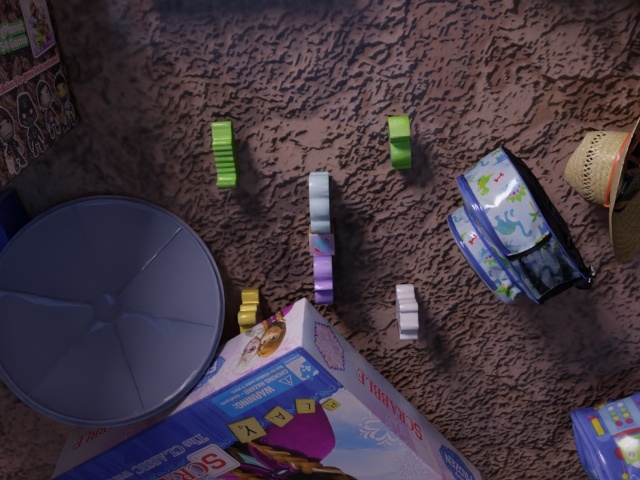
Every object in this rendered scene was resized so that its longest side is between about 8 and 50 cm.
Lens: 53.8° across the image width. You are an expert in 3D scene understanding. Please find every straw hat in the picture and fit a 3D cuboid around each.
[{"bbox_3d":[0.236,-0.057,0.516,0.061,0.144,0.145,19,126,38],"label":"straw hat"}]

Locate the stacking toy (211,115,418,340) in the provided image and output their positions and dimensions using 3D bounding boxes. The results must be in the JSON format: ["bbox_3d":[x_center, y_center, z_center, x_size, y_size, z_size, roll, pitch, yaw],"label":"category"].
[{"bbox_3d":[0.000,0.000,0.558,0.166,0.052,0.221,-4,117,3],"label":"stacking toy"}]

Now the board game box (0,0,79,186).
[{"bbox_3d":[-0.329,-0.186,0.414,0.232,0.141,0.291,-4,118,3],"label":"board game box"}]

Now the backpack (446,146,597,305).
[{"bbox_3d":[0.153,-0.011,0.521,0.084,0.105,0.114,-31,108,15],"label":"backpack"}]

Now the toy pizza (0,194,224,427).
[{"bbox_3d":[-0.186,0.060,0.557,0.201,0.032,0.201,2,81,-13],"label":"toy pizza"}]

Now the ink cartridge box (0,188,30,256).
[{"bbox_3d":[-0.363,0.024,0.580,0.207,0.046,0.097,-11,119,6],"label":"ink cartridge box"}]

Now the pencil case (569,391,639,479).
[{"bbox_3d":[0.405,0.177,0.610,0.306,0.119,0.133,-22,147,11],"label":"pencil case"}]

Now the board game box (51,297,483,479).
[{"bbox_3d":[-0.044,0.244,0.650,0.318,0.066,0.318,-32,119,22],"label":"board game box"}]
